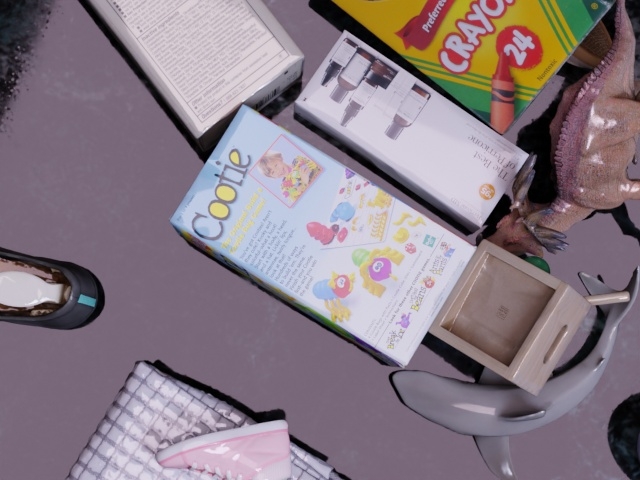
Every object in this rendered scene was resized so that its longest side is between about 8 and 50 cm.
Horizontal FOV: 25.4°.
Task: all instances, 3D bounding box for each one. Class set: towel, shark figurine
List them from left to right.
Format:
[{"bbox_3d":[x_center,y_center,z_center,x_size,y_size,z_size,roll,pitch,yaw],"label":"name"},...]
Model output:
[{"bbox_3d":[-0.125,0.288,1.455,0.283,0.121,0.235,32,78,-4],"label":"towel"},{"bbox_3d":[0.235,0.151,1.483,0.278,0.116,0.166,-28,88,-2],"label":"shark figurine"}]

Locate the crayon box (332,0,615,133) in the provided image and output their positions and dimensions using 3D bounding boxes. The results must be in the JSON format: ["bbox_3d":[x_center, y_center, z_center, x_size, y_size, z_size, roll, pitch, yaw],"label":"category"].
[{"bbox_3d":[0.130,-0.284,1.471,0.318,0.202,0.081,38,43,2],"label":"crayon box"}]

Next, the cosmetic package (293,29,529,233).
[{"bbox_3d":[0.096,-0.116,1.522,0.239,0.060,0.099,34,86,1],"label":"cosmetic package"}]

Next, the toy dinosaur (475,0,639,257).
[{"bbox_3d":[0.272,-0.096,1.456,0.200,0.127,0.296,-5,114,-25],"label":"toy dinosaur"}]

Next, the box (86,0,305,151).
[{"bbox_3d":[-0.165,-0.262,1.493,0.148,0.121,0.311,-36,88,-4],"label":"box"}]

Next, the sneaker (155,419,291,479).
[{"bbox_3d":[-0.090,0.221,1.382,0.134,0.051,0.070,-9,78,-15],"label":"sneaker"}]

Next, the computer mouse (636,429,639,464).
[{"bbox_3d":[0.453,0.247,1.500,0.272,0.072,0.189,28,102,-4],"label":"computer mouse"}]

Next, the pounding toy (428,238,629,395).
[{"bbox_3d":[0.212,0.073,1.435,0.130,0.100,0.141,31,88,35],"label":"pounding toy"}]

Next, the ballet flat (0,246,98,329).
[{"bbox_3d":[-0.372,0.036,1.476,0.280,0.096,0.095,5,86,-1],"label":"ballet flat"}]

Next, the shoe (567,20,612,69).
[{"bbox_3d":[0.224,-0.257,1.545,0.219,0.058,0.076,39,53,-3],"label":"shoe"}]

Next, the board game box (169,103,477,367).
[{"bbox_3d":[0.000,0.000,1.469,0.275,0.142,0.144,32,84,0],"label":"board game box"}]
